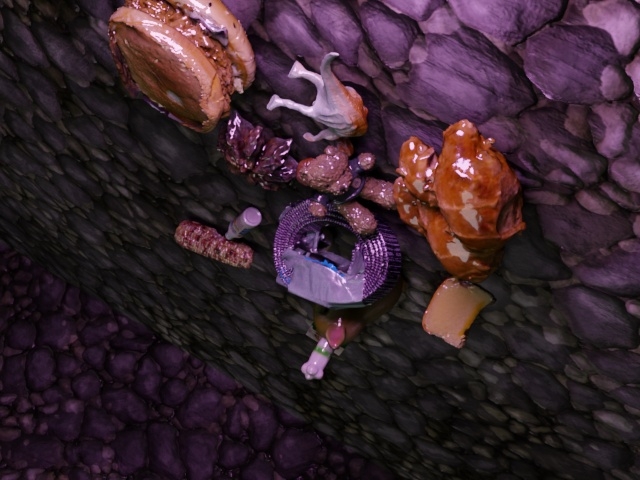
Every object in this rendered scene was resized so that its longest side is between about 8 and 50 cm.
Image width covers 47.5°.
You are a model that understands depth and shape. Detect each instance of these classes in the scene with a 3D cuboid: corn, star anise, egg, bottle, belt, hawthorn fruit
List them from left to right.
[{"bbox_3d":[-0.331,0.013,2.310,0.289,0.098,0.098,19,149,22],"label":"corn"},{"bbox_3d":[-0.237,-0.042,2.149,0.060,0.060,0.217,40,152,-12],"label":"bottle"},{"bbox_3d":[-0.163,-0.200,1.764,0.223,0.109,0.236,22,153,32],"label":"star anise"},{"bbox_3d":[-0.023,-0.159,1.733,0.066,0.067,0.103,29,179,10],"label":"hawthorn fruit"},{"bbox_3d":[0.000,0.000,1.942,0.071,0.071,0.083,36,168,-3],"label":"egg"},{"bbox_3d":[0.038,0.031,1.746,0.324,0.260,0.122,21,-174,28],"label":"belt"}]

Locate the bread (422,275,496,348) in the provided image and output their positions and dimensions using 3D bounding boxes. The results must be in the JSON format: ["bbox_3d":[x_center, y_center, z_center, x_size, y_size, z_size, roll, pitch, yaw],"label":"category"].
[{"bbox_3d":[0.351,0.158,1.829,0.140,0.169,0.160,29,112,9],"label":"bread"}]

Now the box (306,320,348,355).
[{"bbox_3d":[0.042,0.281,2.347,0.135,0.081,0.199,32,155,4],"label":"box"}]

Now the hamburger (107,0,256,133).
[{"bbox_3d":[-0.281,-0.375,1.507,0.276,0.195,0.318,28,155,6],"label":"hamburger"}]

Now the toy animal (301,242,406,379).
[{"bbox_3d":[0.055,0.174,1.877,0.180,0.363,0.181,43,152,14],"label":"toy animal"}]

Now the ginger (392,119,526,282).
[{"bbox_3d":[0.271,-0.081,1.432,0.274,0.152,0.357,46,158,22],"label":"ginger"}]

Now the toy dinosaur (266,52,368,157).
[{"bbox_3d":[0.010,-0.280,1.428,0.205,0.092,0.393,25,156,-2],"label":"toy dinosaur"}]

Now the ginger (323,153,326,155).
[{"bbox_3d":[0.055,-0.148,1.669,0.137,0.044,0.057,47,168,-19],"label":"ginger"}]

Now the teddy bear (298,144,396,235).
[{"bbox_3d":[0.052,-0.115,1.588,0.251,0.182,0.129,38,180,-42],"label":"teddy bear"}]
